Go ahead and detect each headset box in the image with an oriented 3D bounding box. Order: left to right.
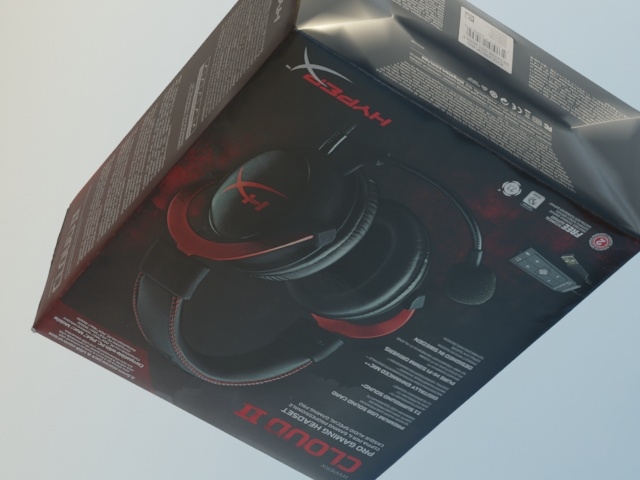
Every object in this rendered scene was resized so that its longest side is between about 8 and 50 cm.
[{"bbox_3d":[0.000,0.000,1.070,0.293,0.218,0.110,-45,-156,37],"label":"headset box"}]
